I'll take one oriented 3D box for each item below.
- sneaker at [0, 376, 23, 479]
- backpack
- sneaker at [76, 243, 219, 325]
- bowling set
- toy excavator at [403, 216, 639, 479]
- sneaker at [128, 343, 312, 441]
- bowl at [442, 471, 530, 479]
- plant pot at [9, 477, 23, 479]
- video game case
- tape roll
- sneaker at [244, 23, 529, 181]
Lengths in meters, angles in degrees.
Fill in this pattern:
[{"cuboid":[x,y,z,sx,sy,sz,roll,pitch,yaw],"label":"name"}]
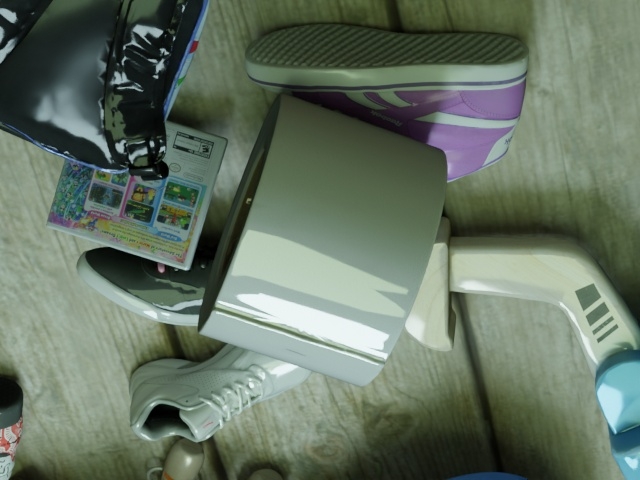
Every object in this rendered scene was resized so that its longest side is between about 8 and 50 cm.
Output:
[{"cuboid":[-0.488,0.224,1.678,0.270,0.090,0.145,7,120,-6],"label":"sneaker"},{"cuboid":[-0.223,-0.225,1.312,0.276,0.213,0.263,19,125,-24],"label":"backpack"},{"cuboid":[-0.105,0.018,1.535,0.296,0.104,0.147,15,118,-12],"label":"sneaker"},{"cuboid":[-0.092,0.382,1.714,0.287,0.200,0.154,22,122,-8],"label":"bowling set"},{"cuboid":[0.349,0.114,1.545,0.433,0.222,0.445,-24,105,16],"label":"toy excavator"},{"cuboid":[-0.113,0.180,1.624,0.232,0.115,0.090,-20,120,14],"label":"sneaker"},{"cuboid":[0.135,0.429,1.711,0.391,0.077,0.391,-18,136,-18],"label":"bowl"},{"cuboid":[-0.338,0.403,1.756,0.165,0.167,0.167,32,118,-26],"label":"plant pot"},{"cuboid":[-0.190,-0.060,1.477,0.157,0.019,0.143,17,94,3],"label":"video game case"},{"cuboid":[0.000,0.000,1.361,0.169,0.246,0.246,18,121,-8],"label":"tape roll"},{"cuboid":[0.062,-0.126,1.435,0.282,0.102,0.161,4,126,-2],"label":"sneaker"}]
